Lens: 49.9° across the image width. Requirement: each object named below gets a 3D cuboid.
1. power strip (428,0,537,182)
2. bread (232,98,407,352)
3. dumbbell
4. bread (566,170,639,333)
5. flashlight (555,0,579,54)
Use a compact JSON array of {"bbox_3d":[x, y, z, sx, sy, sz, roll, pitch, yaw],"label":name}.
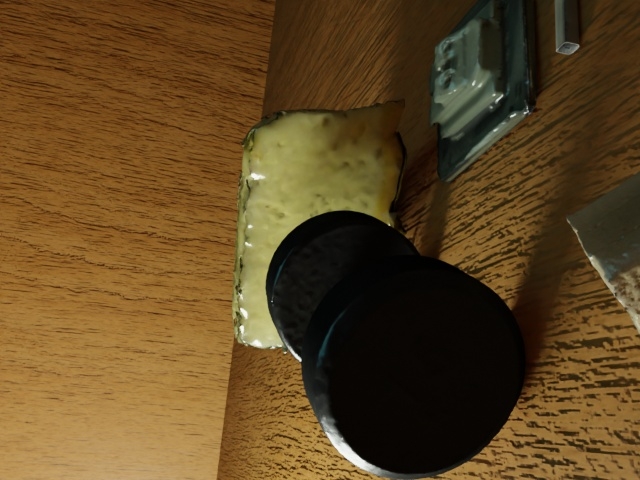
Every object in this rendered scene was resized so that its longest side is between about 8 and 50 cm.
[{"bbox_3d":[0.166,-0.194,0.796,0.213,0.064,0.198,135,140,-64],"label":"power strip"},{"bbox_3d":[0.000,0.000,0.944,0.315,0.248,0.279,104,166,-73],"label":"bread"},{"bbox_3d":[0.059,0.091,0.750,0.322,0.204,0.204,-137,58,-73],"label":"dumbbell"},{"bbox_3d":[0.251,-0.008,0.443,0.152,0.105,0.077,-35,36,24],"label":"bread"},{"bbox_3d":[0.232,-0.217,0.649,0.018,0.018,0.083,137,140,-67],"label":"flashlight"}]
